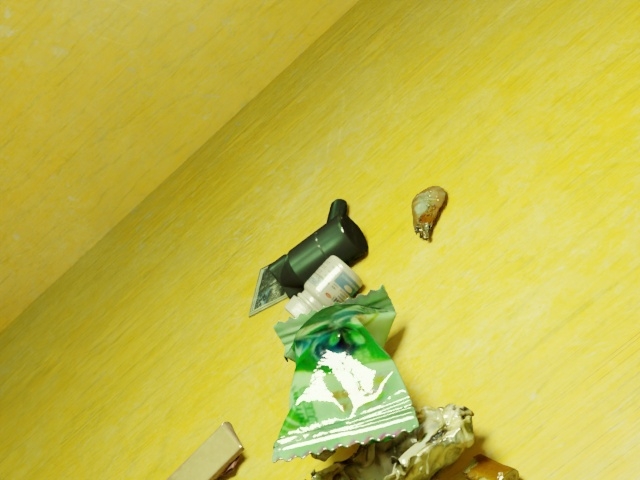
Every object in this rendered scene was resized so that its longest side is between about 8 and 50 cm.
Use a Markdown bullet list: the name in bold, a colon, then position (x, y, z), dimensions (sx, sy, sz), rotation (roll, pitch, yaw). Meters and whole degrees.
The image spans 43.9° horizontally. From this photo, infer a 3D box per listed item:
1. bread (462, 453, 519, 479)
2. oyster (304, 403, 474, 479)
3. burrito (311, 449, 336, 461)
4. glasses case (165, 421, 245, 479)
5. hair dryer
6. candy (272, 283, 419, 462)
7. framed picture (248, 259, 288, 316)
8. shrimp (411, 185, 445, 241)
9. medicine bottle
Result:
- **bread**: position (0.263, 0.360, 1.220), dimensions (0.047, 0.036, 0.083), rotation (-46, 25, -20)
- **oyster**: position (0.127, 0.378, 1.338), dimensions (0.354, 0.107, 0.201), rotation (-33, 7, 48)
- **burrito**: position (0.020, 0.363, 1.470), dimensions (0.149, 0.055, 0.041), rotation (-32, -42, -68)
- **glasses case**: position (-0.232, 0.497, 1.707), dimensions (0.193, 0.070, 0.102), rotation (-45, 55, -3)
- **hair dryer**: position (0.000, 0.000, 2.030), dimensions (0.244, 0.116, 0.302), rotation (-33, 18, 23)
- **candy**: position (0.033, 0.252, 1.459), dimensions (0.262, 0.172, 0.398), rotation (-27, 19, 11)
- **framed picture**: position (-0.128, 0.112, 2.129), dimensions (0.142, 0.011, 0.183), rotation (-28, 32, 30)
- **shrimp**: position (0.242, -0.066, 1.821), dimensions (0.091, 0.043, 0.184), rotation (-21, 35, 33)
- **medicine bottle**: position (0.009, 0.125, 1.820), dimensions (0.168, 0.105, 0.105), rotation (-48, 27, -4)
